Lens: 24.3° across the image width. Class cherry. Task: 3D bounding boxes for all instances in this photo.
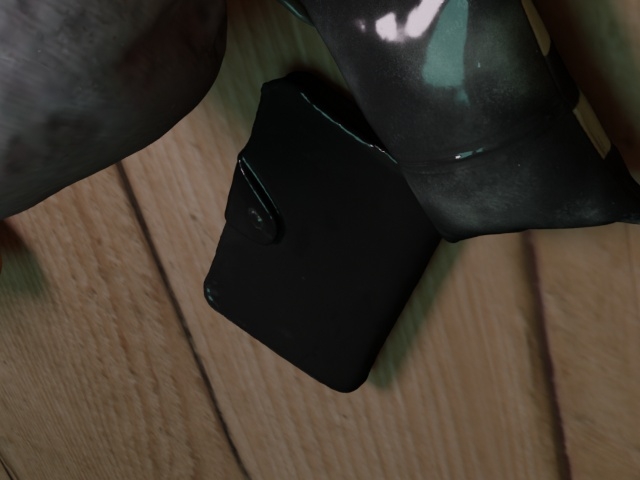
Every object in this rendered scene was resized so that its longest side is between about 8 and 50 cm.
[{"bbox_3d":[-0.227,-0.163,1.109,0.326,0.335,0.291,-10,124,51],"label":"cherry"}]

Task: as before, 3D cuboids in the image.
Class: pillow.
[{"bbox_3d":[0.102,-0.099,1.037,0.186,0.106,0.250,-7,127,45],"label":"pillow"}]

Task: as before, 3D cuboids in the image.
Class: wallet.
[{"bbox_3d":[0.000,0.000,1.336,0.197,0.051,0.377,36,147,8],"label":"wallet"}]

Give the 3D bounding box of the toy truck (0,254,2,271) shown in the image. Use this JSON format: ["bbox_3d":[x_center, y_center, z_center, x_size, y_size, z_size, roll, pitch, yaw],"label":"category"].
[{"bbox_3d":[-0.521,0.015,1.747,0.239,0.265,0.189,43,152,20],"label":"toy truck"}]
